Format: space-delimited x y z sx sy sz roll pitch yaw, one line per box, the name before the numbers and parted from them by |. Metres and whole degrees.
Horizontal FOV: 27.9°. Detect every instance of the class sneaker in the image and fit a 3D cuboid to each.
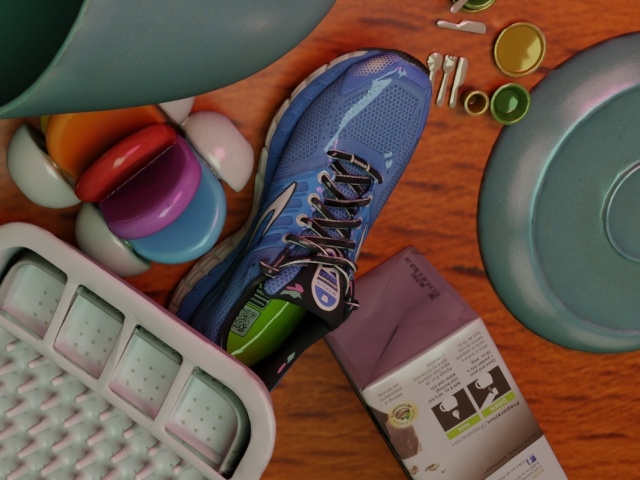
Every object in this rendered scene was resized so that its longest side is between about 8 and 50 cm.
sneaker | 0.000 0.000 1.043 0.129 0.147 0.330 23 103 -29

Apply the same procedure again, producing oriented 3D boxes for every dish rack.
dish rack | -0.194 0.175 1.028 0.285 0.072 0.333 33 109 13

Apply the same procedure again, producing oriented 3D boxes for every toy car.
toy car | -0.140 -0.053 0.992 0.159 0.136 0.182 -39 116 1

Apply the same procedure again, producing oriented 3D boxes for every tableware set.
tableware set | 0.150 -0.176 1.090 0.104 0.024 0.154 7 108 -16

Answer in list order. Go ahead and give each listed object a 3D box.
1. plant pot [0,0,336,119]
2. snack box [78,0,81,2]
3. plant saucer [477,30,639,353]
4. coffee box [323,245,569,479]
plant pot | -0.115 -0.218 0.817 0.235 0.293 0.293 -3 113 -43
snack box | -0.305 -0.186 0.930 0.174 0.070 0.207 -45 114 3
plant saucer | 0.299 -0.033 1.182 0.317 0.044 0.318 -5 111 -14
coffee box | 0.124 0.175 1.140 0.119 0.168 0.297 -32 115 -2
